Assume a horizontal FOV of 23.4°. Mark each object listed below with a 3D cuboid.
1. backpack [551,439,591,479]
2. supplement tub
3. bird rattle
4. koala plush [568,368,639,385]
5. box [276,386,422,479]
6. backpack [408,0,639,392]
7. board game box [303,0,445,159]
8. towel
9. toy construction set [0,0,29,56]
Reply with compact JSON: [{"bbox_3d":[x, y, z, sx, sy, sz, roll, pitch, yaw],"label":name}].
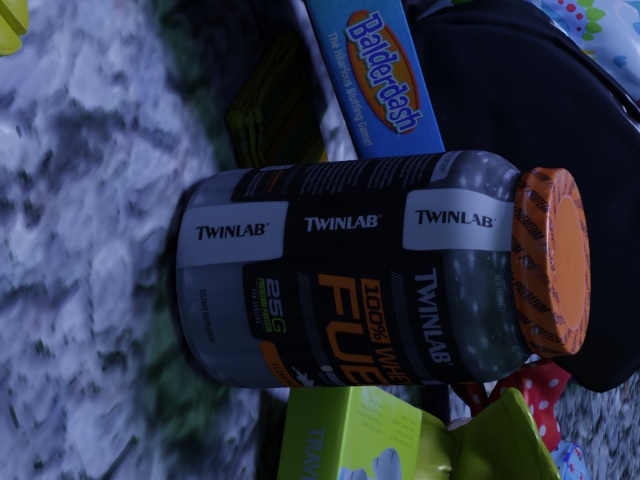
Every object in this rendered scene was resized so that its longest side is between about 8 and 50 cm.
[{"bbox_3d":[0.182,0.235,1.216,0.173,0.116,0.158,-74,152,-45],"label":"backpack"},{"bbox_3d":[0.033,0.015,0.780,0.117,0.190,0.117,-4,90,-68],"label":"supplement tub"},{"bbox_3d":[0.092,0.179,1.058,0.253,0.143,0.207,-8,106,-81],"label":"bird rattle"},{"bbox_3d":[0.287,0.008,1.481,0.196,0.203,0.221,34,34,-74],"label":"koala plush"},{"bbox_3d":[0.010,0.171,0.873,0.109,0.042,0.178,34,61,-60],"label":"box"},{"bbox_3d":[0.201,-0.100,1.163,0.290,0.273,0.355,52,14,-5],"label":"backpack"},{"bbox_3d":[0.017,-0.126,0.852,0.160,0.047,0.210,-107,176,-53],"label":"board game box"},{"bbox_3d":[0.000,0.000,0.927,0.102,0.021,0.237,-63,143,-50],"label":"towel"},{"bbox_3d":[-0.174,-0.178,0.381,0.328,0.151,0.215,75,23,-53],"label":"toy construction set"}]
